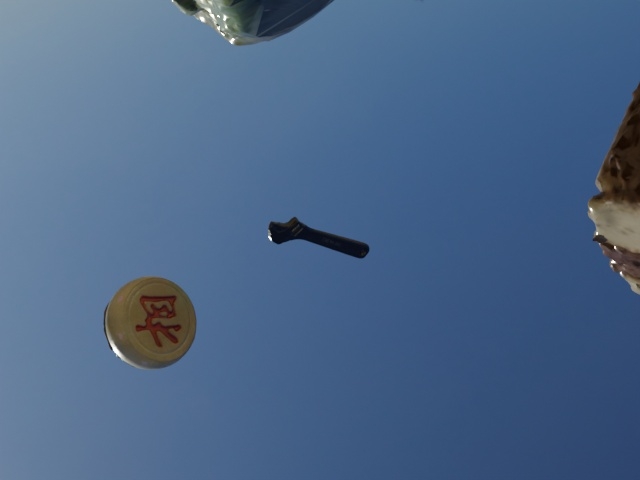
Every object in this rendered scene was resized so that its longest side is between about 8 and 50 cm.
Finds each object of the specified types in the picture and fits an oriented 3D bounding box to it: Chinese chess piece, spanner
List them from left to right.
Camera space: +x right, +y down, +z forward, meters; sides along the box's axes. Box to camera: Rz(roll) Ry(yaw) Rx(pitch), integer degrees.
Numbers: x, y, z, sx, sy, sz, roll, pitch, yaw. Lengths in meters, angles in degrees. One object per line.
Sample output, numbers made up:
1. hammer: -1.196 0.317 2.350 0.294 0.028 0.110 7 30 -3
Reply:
1. Chinese chess piece: -0.218 0.106 1.086 0.051 0.122 0.122 -20 -161 42
2. spanner: 0.000 0.000 1.278 0.208 0.046 0.012 16 -161 -43

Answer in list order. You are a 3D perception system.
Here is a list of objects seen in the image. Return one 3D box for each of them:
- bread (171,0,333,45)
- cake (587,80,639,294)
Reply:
1. bread: -0.071 -0.300 0.698 0.239 0.264 0.395 -45 173 1
2. cake: 0.414 -0.053 0.720 0.255 0.290 0.282 18 -107 36
